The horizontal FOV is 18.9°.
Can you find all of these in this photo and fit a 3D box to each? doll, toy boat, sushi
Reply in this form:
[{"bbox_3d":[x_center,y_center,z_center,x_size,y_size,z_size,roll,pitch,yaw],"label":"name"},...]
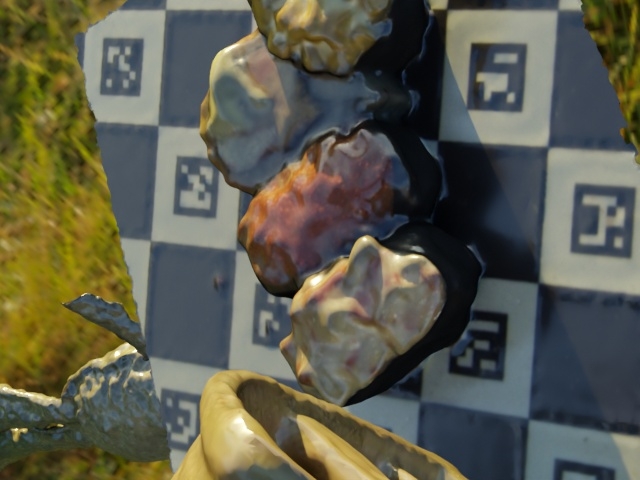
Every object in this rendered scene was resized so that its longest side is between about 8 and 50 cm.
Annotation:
[{"bbox_3d":[-0.098,0.086,1.054,0.286,0.202,0.091,10,45,14],"label":"doll"},{"bbox_3d":[0.012,0.095,0.530,0.116,0.188,0.061,40,95,34],"label":"toy boat"},{"bbox_3d":[0.000,0.000,0.725,0.264,0.050,0.290,-27,73,37],"label":"sushi"}]
